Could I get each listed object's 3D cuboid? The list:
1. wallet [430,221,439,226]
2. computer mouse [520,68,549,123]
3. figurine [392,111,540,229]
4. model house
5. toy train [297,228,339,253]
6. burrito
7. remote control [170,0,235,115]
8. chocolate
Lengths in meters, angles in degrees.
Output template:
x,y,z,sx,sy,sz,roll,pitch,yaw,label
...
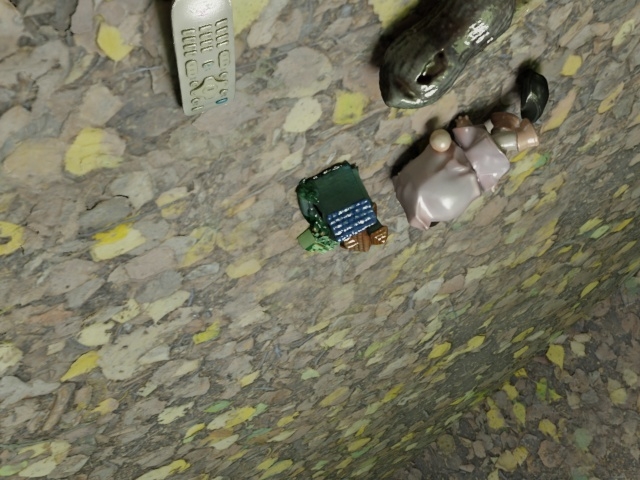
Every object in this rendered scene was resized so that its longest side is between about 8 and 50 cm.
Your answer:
x,y,z,sx,sy,sz,roll,pitch,yaw,label
0.257,-0.084,1.665,0.156,0.018,0.082,-47,149,23,wallet
0.381,-0.253,1.465,0.135,0.047,0.079,54,48,-69,computer mouse
0.253,-0.130,1.470,0.276,0.133,0.200,-35,149,0,figurine
0.048,-0.030,1.393,0.119,0.148,0.148,-27,149,-11,model house
0.000,0.000,1.513,0.053,0.033,0.083,-36,153,16,toy train
0.286,-0.346,1.258,0.149,0.041,0.055,-42,165,15,burrito
-0.143,-0.229,0.992,0.073,0.044,0.229,-23,159,-14,remote control
0.179,-0.286,1.178,0.248,0.110,0.110,-41,151,14,chocolate
